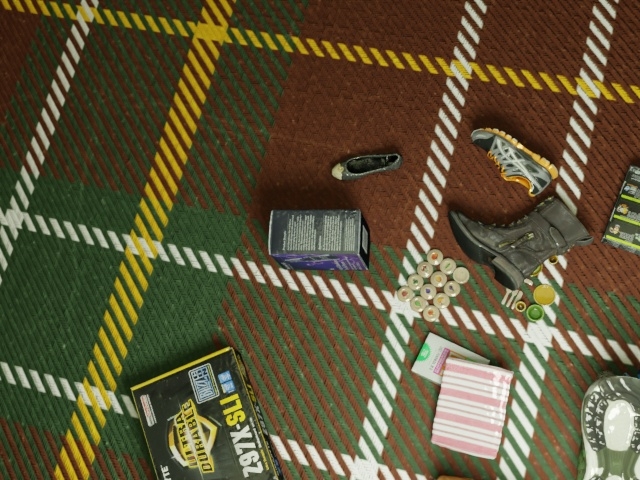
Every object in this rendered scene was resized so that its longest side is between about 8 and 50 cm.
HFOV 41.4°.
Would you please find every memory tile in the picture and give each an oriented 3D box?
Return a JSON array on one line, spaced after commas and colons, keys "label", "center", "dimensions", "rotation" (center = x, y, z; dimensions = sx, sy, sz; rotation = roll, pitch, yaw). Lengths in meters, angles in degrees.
[{"label": "memory tile", "center": [0.255, 0.101, 1.914], "dimensions": [0.113, 0.012, 0.148], "rotation": [37, 84, 18]}]

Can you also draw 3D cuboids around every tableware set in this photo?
[{"label": "tableware set", "center": [0.473, 0.096, 1.866], "dimensions": [0.104, 0.024, 0.154], "rotation": [27, 81, 17]}]

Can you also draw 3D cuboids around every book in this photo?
[{"label": "book", "center": [0.284, 0.275, 1.851], "dimensions": [0.144, 0.035, 0.096], "rotation": [23, 76, 18]}]

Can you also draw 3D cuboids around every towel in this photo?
[{"label": "towel", "center": [0.319, 0.353, 1.792], "dimensions": [0.144, 0.029, 0.197], "rotation": [11, 96, 16]}]

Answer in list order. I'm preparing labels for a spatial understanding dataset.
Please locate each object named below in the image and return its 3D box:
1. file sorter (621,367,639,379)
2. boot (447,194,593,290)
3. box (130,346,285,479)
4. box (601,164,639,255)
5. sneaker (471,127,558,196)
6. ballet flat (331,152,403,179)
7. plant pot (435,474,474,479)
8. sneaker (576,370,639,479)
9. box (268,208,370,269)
[{"label": "file sorter", "center": [0.708, 0.291, 1.715], "dimensions": [0.170, 0.118, 0.104], "rotation": [-24, 67, 4]}, {"label": "boot", "center": [0.439, -0.027, 1.884], "dimensions": [0.229, 0.091, 0.263], "rotation": [-37, 62, -12]}, {"label": "box", "center": [-0.253, 0.434, 1.889], "dimensions": [0.257, 0.079, 0.322], "rotation": [-22, 71, 3]}, {"label": "box", "center": [0.735, -0.050, 1.845], "dimensions": [0.190, 0.045, 0.184], "rotation": [20, 82, 15]}, {"label": "sneaker", "center": [0.429, -0.181, 1.925], "dimensions": [0.215, 0.084, 0.083], "rotation": [35, 88, 17]}, {"label": "ballet flat", "center": [0.109, -0.182, 2.004], "dimensions": [0.173, 0.049, 0.057], "rotation": [-12, 71, 8]}, {"label": "plant pot", "center": [0.335, 0.601, 1.631], "dimensions": [0.203, 0.291, 0.291], "rotation": [1, 74, -5]}, {"label": "sneaker", "center": [0.574, 0.443, 1.685], "dimensions": [0.158, 0.182, 0.410], "rotation": [9, 101, 10]}, {"label": "box", "center": [0.000, 0.000, 1.921], "dimensions": [0.207, 0.153, 0.108], "rotation": [-1, 75, 12]}]
